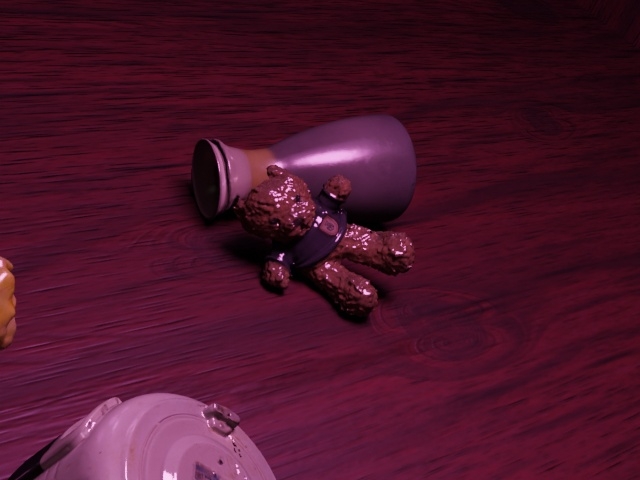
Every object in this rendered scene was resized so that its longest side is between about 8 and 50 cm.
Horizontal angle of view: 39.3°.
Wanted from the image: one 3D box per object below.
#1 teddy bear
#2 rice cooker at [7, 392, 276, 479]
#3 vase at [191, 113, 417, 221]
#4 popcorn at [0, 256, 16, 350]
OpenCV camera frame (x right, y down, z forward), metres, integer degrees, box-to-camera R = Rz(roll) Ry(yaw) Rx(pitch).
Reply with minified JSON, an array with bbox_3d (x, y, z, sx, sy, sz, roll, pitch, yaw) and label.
[{"bbox_3d":[-0.006,0.003,1.266,0.251,0.129,0.182,39,75,-14],"label":"teddy bear"},{"bbox_3d":[-0.162,0.258,0.750,0.226,0.244,0.226,37,28,-24],"label":"rice cooker"},{"bbox_3d":[-0.026,-0.102,1.362,0.321,0.173,0.173,-6,46,-30],"label":"vase"},{"bbox_3d":[-0.405,0.082,0.810,0.258,0.270,0.224,-28,84,-9],"label":"popcorn"}]
